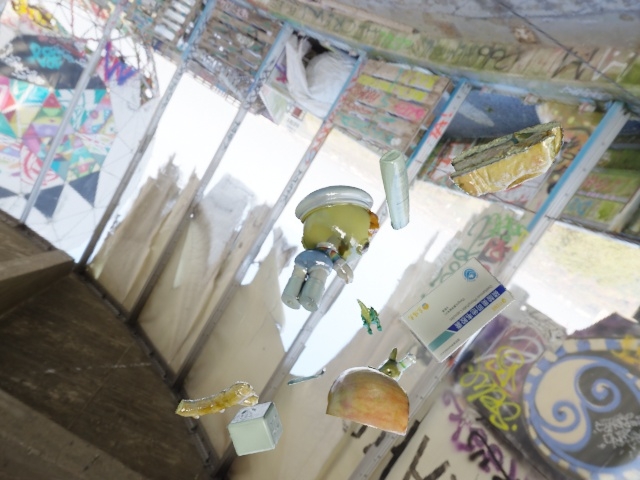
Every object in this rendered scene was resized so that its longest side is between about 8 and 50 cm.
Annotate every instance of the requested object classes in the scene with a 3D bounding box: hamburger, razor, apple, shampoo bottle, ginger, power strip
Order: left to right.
[{"bbox_3d":[-0.373,0.572,1.441,0.065,0.299,0.117,-91,-15,-65],"label":"ginger"},{"bbox_3d":[-0.289,0.774,1.655,0.140,0.225,0.139,-36,-72,-78],"label":"power strip"},{"bbox_3d":[-0.063,0.644,1.892,0.066,0.190,0.033,88,164,-84],"label":"razor"},{"bbox_3d":[0.193,0.686,1.706,0.309,0.252,0.314,23,-155,-7],"label":"apple"},{"bbox_3d":[0.186,-0.119,0.993,0.049,0.072,0.212,29,148,38],"label":"shampoo bottle"},{"bbox_3d":[0.468,-0.196,1.005,0.131,0.262,0.124,50,-139,-26],"label":"hamburger"}]

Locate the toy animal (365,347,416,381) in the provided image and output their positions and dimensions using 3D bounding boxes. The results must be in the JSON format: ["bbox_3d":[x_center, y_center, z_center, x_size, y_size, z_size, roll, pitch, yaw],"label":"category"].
[{"bbox_3d":[0.341,0.711,2.122,0.181,0.362,0.181,6,-157,-32],"label":"toy animal"}]

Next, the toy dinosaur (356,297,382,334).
[{"bbox_3d":[0.250,0.391,2.130,0.259,0.094,0.153,48,-158,-45],"label":"toy dinosaur"}]

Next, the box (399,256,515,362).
[{"bbox_3d":[0.470,0.236,1.400,0.200,0.343,0.065,50,172,20],"label":"box"}]

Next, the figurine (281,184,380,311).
[{"bbox_3d":[0.027,0.000,1.020,0.381,0.225,0.205,-79,-28,-47],"label":"figurine"}]
